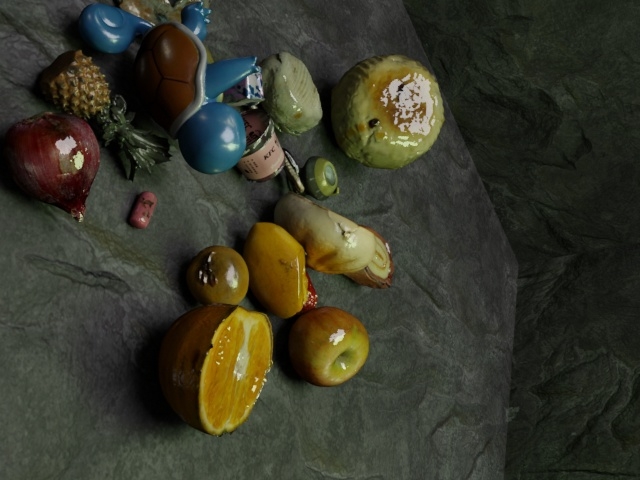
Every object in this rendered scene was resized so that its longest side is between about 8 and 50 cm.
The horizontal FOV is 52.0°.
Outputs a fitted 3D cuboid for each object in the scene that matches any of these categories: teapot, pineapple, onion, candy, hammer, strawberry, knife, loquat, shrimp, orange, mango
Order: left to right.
[{"bbox_3d":[-0.447,-0.122,1.117,0.159,0.159,0.195,-43,125,-57],"label":"onion"},{"bbox_3d":[-0.410,-0.236,1.271,0.277,0.119,0.130,51,-5,-39],"label":"pineapple"},{"bbox_3d":[-0.362,-0.062,1.345,0.043,0.043,0.083,47,40,-41],"label":"hammer"},{"bbox_3d":[-0.356,-0.587,1.539,0.247,0.085,0.360,54,40,-23],"label":"shrimp"},{"bbox_3d":[-0.222,0.080,1.431,0.141,0.141,0.141,30,54,-52],"label":"loquat"},{"bbox_3d":[-0.196,0.247,1.303,0.310,0.274,0.274,-176,-110,-76],"label":"orange"},{"bbox_3d":[-0.218,-0.368,1.595,0.073,0.160,0.092,-12,96,-57],"label":"candy"},{"bbox_3d":[-0.133,-0.287,1.771,0.365,0.043,0.089,60,-10,-15],"label":"knife"},{"bbox_3d":[-0.108,0.072,1.616,0.126,0.154,0.252,-69,138,-74],"label":"mango"},{"bbox_3d":[-0.060,0.126,1.763,0.146,0.082,0.187,0,74,-66],"label":"strawberry"},{"bbox_3d":[-0.013,-0.169,1.903,0.165,0.119,0.130,35,53,-51],"label":"teapot"}]

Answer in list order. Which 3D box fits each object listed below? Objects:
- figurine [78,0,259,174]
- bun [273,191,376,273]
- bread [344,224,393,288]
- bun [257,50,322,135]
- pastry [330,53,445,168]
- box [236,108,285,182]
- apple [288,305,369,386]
[{"bbox_3d":[-0.284,-0.338,1.352,0.416,0.298,0.243,49,34,-6],"label":"figurine"},{"bbox_3d":[0.000,0.000,1.742,0.299,0.299,0.165,26,90,-54],"label":"bun"},{"bbox_3d":[0.123,0.040,2.050,0.244,0.123,0.190,36,47,-49],"label":"bread"},{"bbox_3d":[-0.095,-0.405,1.838,0.239,0.141,0.239,41,39,-45],"label":"bun"},{"bbox_3d":[0.210,-0.417,2.167,0.312,0.388,0.388,-174,-111,-80],"label":"pastry"},{"bbox_3d":[-0.167,-0.231,1.649,0.135,0.151,0.151,61,32,-43],"label":"box"},{"bbox_3d":[0.013,0.269,1.704,0.210,0.173,0.235,-45,138,-10],"label":"apple"}]
